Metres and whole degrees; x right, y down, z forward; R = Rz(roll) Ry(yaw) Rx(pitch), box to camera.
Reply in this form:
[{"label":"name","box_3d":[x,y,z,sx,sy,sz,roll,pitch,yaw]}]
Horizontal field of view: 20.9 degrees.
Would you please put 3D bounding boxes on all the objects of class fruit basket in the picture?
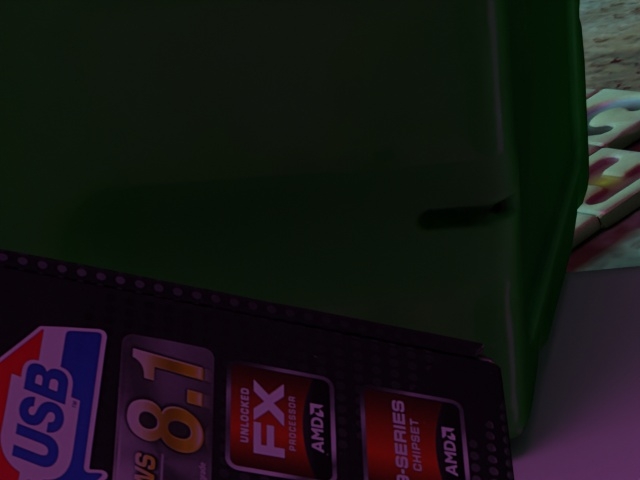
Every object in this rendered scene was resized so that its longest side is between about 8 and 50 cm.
[{"label":"fruit basket","box_3d":[-0.121,-0.105,0.470,0.392,0.392,0.283,-13,22,20]}]

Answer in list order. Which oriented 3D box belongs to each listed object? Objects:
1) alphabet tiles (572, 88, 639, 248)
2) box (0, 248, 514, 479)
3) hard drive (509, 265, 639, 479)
[{"label":"alphabet tiles","box_3d":[0.000,0.000,0.844,0.342,0.011,0.285,-31,23,-26]},{"label":"box","box_3d":[-0.070,0.115,0.257,0.216,0.060,0.270,13,45,-14]},{"label":"hard drive","box_3d":[0.061,0.066,0.444,0.307,0.040,0.203,-6,25,34]}]
